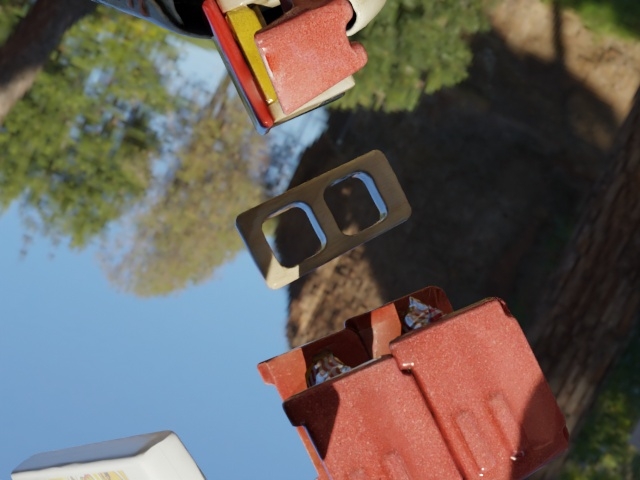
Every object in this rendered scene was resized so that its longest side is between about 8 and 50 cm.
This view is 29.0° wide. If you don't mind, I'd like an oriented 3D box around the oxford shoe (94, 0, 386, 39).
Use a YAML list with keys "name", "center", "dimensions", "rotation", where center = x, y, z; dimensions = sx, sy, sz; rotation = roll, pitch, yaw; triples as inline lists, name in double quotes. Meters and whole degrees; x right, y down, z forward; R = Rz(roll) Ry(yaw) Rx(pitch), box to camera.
- name: "oxford shoe"
  center: [-0.136, -0.239, 0.970]
  dimensions: [0.397, 0.140, 0.146]
  rotation: [7, -144, 8]

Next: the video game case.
- name: "video game case"
  center: [-0.072, 0.197, 0.657]
  dimensions: [0.206, 0.026, 0.227]
  rotation: [57, 150, -6]

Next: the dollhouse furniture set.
- name: "dollhouse furniture set"
  center: [0.000, 0.000, 0.835]
  dimensions: [0.374, 0.152, 0.201]
  rotation: [64, 173, -2]
